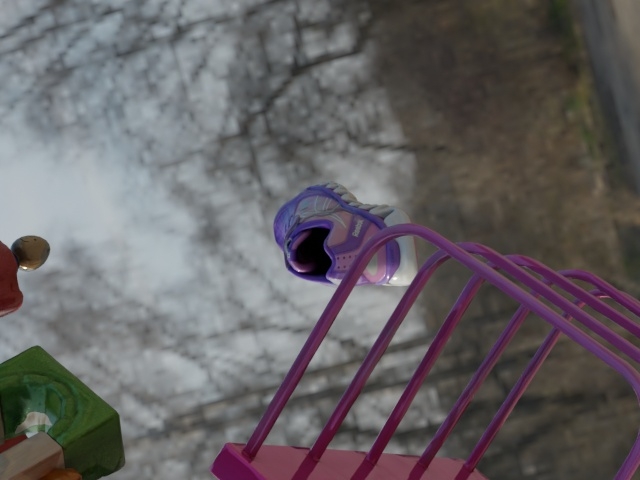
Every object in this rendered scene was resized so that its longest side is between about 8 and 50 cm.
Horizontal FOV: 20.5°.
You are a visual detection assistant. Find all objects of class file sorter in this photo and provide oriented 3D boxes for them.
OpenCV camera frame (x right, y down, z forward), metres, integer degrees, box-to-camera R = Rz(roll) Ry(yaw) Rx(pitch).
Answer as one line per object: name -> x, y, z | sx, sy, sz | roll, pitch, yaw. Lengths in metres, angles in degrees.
file sorter -> 0.127, 0.120, 0.993 | 0.202, 0.182, 0.290 | 37, -168, 30

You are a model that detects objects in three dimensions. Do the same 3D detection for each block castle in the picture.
block castle -> -0.176, 0.209, 1.375 | 0.453, 0.213, 0.303 | 33, 138, 36

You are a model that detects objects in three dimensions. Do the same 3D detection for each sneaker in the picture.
sneaker -> 0.000, 0.000, 1.801 | 0.236, 0.104, 0.095 | 16, 117, 61
